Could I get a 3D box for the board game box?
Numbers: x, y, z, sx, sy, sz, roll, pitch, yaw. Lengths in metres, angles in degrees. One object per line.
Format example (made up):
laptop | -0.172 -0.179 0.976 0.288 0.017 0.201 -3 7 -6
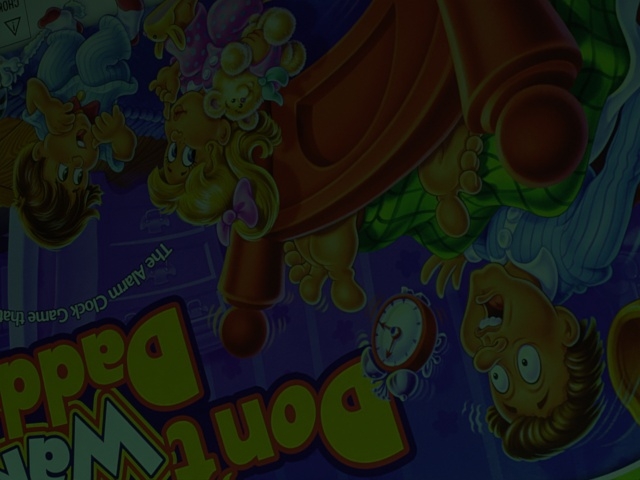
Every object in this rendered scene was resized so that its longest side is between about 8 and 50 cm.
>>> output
board game box | -0.002 -0.008 0.486 0.347 0.233 0.078 -13 174 23
